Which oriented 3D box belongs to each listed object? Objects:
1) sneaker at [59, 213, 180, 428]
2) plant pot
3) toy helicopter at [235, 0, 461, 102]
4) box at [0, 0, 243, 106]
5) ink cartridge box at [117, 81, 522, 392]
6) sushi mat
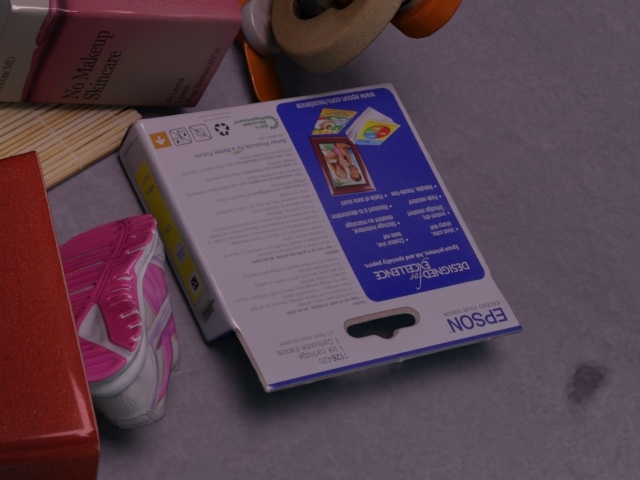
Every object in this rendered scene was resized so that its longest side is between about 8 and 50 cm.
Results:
[{"bbox_3d":[-0.180,0.075,1.760,0.103,0.111,0.252,-14,36,11],"label":"sneaker"},{"bbox_3d":[-0.321,0.120,1.564,0.236,0.267,0.267,-8,60,-15],"label":"plant pot"},{"bbox_3d":[-0.012,-0.286,2.051,0.140,0.235,0.355,35,20,-34],"label":"toy helicopter"},{"bbox_3d":[-0.213,-0.218,1.883,0.232,0.148,0.127,-1,59,-26],"label":"box"},{"bbox_3d":[0.000,0.000,1.915,0.303,0.072,0.307,-11,65,-33],"label":"ink cartridge box"},{"bbox_3d":[-0.315,-0.096,1.858,0.151,0.019,0.316,46,50,11],"label":"sushi mat"}]
